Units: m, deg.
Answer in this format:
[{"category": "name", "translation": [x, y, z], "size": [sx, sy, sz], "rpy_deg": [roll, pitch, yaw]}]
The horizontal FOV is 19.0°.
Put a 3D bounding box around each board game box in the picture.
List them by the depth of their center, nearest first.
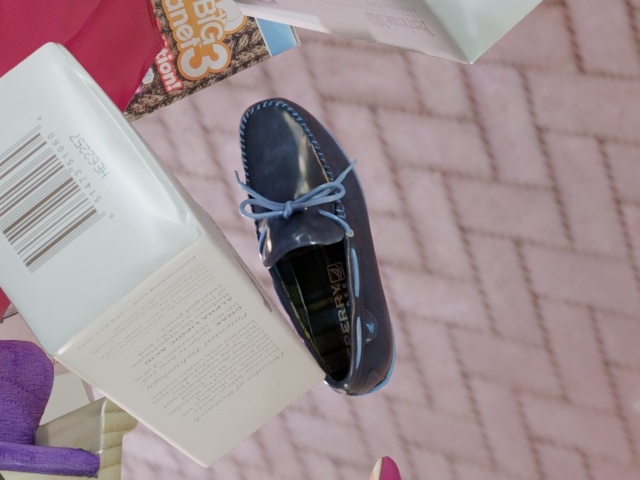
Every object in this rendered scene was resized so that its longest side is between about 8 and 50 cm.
[{"category": "board game box", "translation": [-0.198, -0.202, 1.617], "size": [0.141, 0.291, 0.232], "rpy_deg": [67, 174, -30]}]

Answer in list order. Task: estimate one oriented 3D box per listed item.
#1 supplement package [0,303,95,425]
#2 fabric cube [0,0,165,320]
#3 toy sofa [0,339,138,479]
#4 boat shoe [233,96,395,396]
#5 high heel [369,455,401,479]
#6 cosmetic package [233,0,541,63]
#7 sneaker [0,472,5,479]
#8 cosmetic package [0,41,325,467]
[{"category": "supplement package", "translation": [-0.255, 0.071, 1.585], "size": [0.105, 0.105, 0.179], "rpy_deg": [84, 170, -56]}, {"category": "fabric cube", "translation": [-0.282, -0.136, 1.241], "size": [0.254, 0.258, 0.259], "rpy_deg": [21, 155, 15]}, {"category": "toy sofa", "translation": [-0.305, 0.116, 1.171], "size": [0.150, 0.362, 0.177], "rpy_deg": [-27, 58, 57]}, {"category": "boat shoe", "translation": [0.000, 0.000, 1.564], "size": [0.109, 0.089, 0.258], "rpy_deg": [-28, 82, 17]}, {"category": "high heel", "translation": [0.101, 0.333, 1.886], "size": [0.117, 0.244, 0.082], "rpy_deg": [3, 153, -7]}, {"category": "cosmetic package", "translation": [-0.039, -0.249, 1.082], "size": [0.284, 0.097, 0.377], "rpy_deg": [49, 172, -21]}, {"category": "sneaker", "translation": [-0.199, 0.222, 0.827], "size": [0.136, 0.116, 0.314], "rpy_deg": [2, 100, 40]}, {"category": "cosmetic package", "translation": [-0.082, 0.015, 0.863], "size": [0.117, 0.085, 0.231], "rpy_deg": [53, -179, 21]}]
